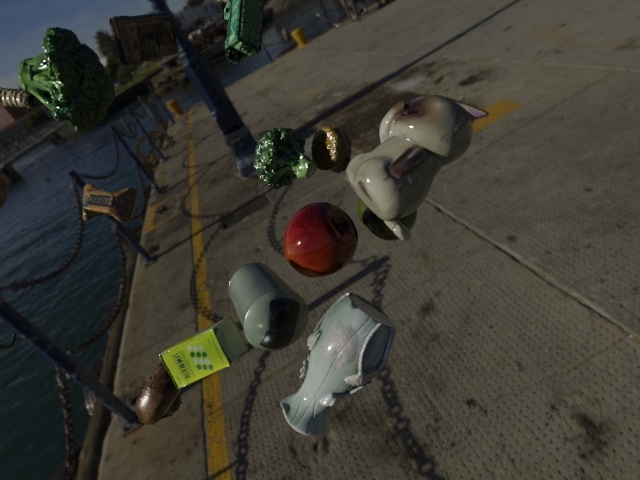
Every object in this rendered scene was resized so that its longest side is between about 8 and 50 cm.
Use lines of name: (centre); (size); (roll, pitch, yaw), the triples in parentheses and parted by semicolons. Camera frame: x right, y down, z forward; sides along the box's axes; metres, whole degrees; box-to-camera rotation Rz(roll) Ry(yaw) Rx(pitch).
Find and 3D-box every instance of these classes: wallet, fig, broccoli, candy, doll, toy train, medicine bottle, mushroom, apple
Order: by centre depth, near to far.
doll: (0.221, -0.210, 1.089); (0.370, 0.226, 0.215); (-58, 10, 4)
broccoli: (-0.695, -0.440, 1.183); (0.242, 0.268, 0.261); (6, 27, -11)
wallet: (-0.499, -0.582, 1.231); (0.042, 0.124, 0.230); (6, 32, 18)
apple: (0.000, 0.000, 1.284); (0.201, 0.218, 0.218); (-27, 26, 34)
fig: (0.238, -0.122, 1.450); (0.203, 0.203, 0.225); (0, 57, 41)
medicine bottle: (-0.397, 0.379, 1.465); (0.250, 0.137, 0.141); (-28, 1, 19)
toy train: (-0.276, -0.766, 1.523); (0.155, 0.115, 0.269); (-8, 76, 46)
candy: (-0.776, -0.131, 1.550); (0.272, 0.101, 0.143); (8, 85, 27)
broccoli: (-0.137, -0.332, 1.760); (0.270, 0.269, 0.270); (26, 57, 25)
mushroom: (-0.650, 0.616, 1.777); (0.163, 0.278, 0.297); (20, 28, 1)

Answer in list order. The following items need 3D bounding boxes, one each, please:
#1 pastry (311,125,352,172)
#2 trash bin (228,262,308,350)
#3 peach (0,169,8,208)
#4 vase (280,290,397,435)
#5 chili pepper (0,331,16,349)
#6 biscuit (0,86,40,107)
pastry: (0.044, -0.376, 1.785); (0.103, 0.188, 0.189); (-5, 11, -39)
trash bin: (-0.239, 0.285, 1.891); (0.281, 0.280, 0.432); (-35, 29, -10)
peach: (-1.030, -0.153, 1.275); (0.152, 0.152, 0.152); (-22, 31, 13)
vase: (0.052, 0.402, 1.366); (0.445, 0.250, 0.250); (-58, 30, 6)
chili pepper: (-0.820, 0.177, 0.957); (0.074, 0.257, 0.100); (-54, 2, -15)
biscuit: (-0.949, -0.424, 1.271); (0.220, 0.055, 0.061); (6, 79, 1)
